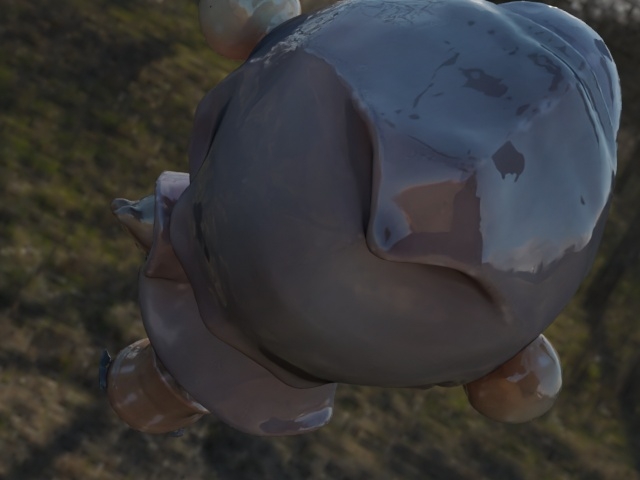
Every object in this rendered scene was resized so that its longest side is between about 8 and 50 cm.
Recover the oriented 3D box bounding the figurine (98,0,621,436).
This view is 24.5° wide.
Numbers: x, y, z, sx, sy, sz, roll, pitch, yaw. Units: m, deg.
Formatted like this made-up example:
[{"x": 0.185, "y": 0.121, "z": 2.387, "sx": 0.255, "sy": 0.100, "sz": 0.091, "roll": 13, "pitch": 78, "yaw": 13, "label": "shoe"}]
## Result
[{"x": 0.000, "y": 0.000, "z": 0.540, "sx": 0.200, "sy": 0.133, "sz": 0.276, "roll": 54, "pitch": -32, "yaw": -2, "label": "figurine"}]
